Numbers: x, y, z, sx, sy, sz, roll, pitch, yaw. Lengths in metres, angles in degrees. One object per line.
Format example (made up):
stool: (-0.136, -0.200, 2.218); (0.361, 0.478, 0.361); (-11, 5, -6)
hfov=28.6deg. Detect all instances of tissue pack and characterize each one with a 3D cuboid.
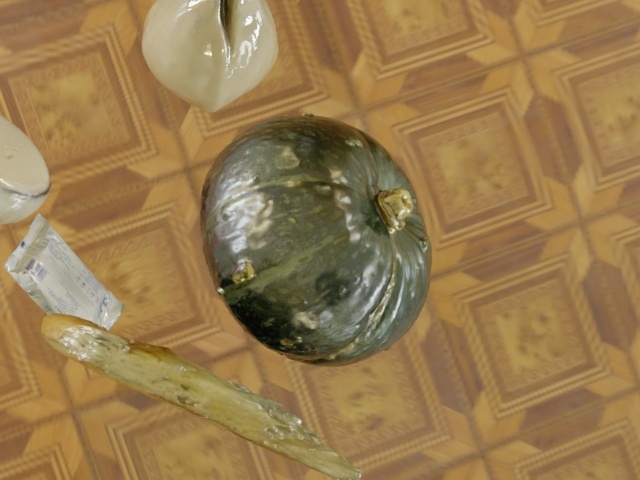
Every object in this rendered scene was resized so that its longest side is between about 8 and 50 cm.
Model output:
tissue pack: (-0.362, 0.066, 1.787); (0.193, 0.026, 0.122); (53, 34, -24)

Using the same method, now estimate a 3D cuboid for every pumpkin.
pumpkin: (-0.001, 0.000, 0.883); (0.146, 0.190, 0.190); (-21, 91, 9)

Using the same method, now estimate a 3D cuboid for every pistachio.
pistachio: (-0.161, -0.310, 1.885); (0.207, 0.332, 0.226); (7, 82, -10)

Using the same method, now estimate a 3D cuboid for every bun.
bun: (-0.345, -0.065, 1.246); (0.094, 0.138, 0.138); (-42, 96, 18)

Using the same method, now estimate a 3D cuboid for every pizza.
pizza: (-0.082, 0.103, 0.855); (0.262, 0.181, 0.034); (22, 81, 21)
